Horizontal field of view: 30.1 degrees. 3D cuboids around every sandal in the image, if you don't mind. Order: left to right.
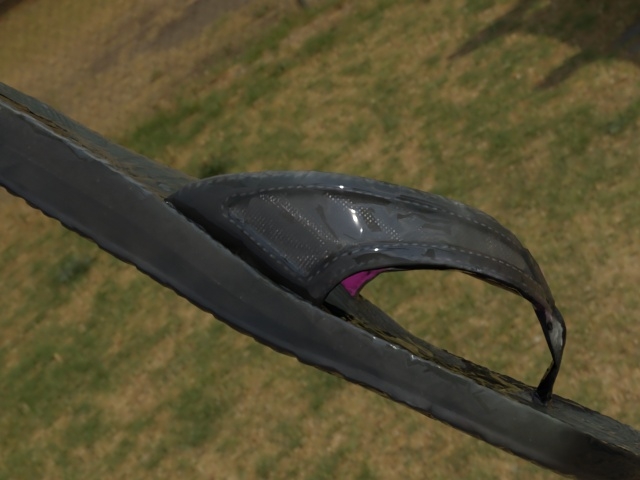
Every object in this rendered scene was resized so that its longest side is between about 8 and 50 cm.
[{"bbox_3d":[-0.001,-0.001,0.625,0.107,0.445,0.167,-62,-4,4],"label":"sandal"}]
